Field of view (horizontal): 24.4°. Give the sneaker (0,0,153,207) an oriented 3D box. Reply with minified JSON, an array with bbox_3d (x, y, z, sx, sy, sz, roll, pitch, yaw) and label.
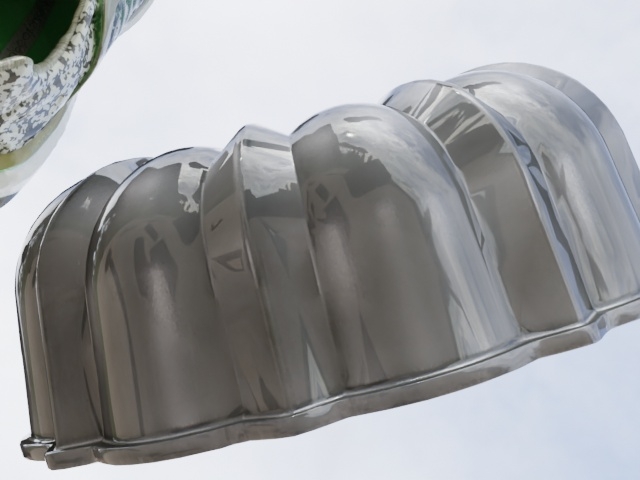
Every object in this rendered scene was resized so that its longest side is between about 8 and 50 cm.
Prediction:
[{"bbox_3d":[-0.181,-0.214,1.100,0.158,0.410,0.182,29,-34,-17],"label":"sneaker"}]

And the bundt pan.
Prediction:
[{"bbox_3d":[0.000,0.000,0.714,0.331,0.331,0.124,-13,-86,38],"label":"bundt pan"}]
